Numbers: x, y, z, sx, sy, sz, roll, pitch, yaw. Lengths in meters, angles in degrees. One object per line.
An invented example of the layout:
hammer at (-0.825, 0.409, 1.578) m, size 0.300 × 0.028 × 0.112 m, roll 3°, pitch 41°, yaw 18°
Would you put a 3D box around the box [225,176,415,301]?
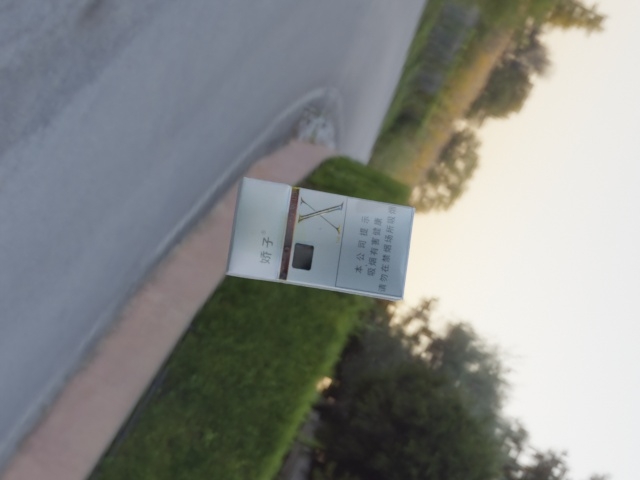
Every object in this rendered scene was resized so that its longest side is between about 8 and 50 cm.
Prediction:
box at (0.000, 0.000, 0.847) m, size 0.040 × 0.154 × 0.084 m, roll 160°, pitch -61°, yaw -78°
